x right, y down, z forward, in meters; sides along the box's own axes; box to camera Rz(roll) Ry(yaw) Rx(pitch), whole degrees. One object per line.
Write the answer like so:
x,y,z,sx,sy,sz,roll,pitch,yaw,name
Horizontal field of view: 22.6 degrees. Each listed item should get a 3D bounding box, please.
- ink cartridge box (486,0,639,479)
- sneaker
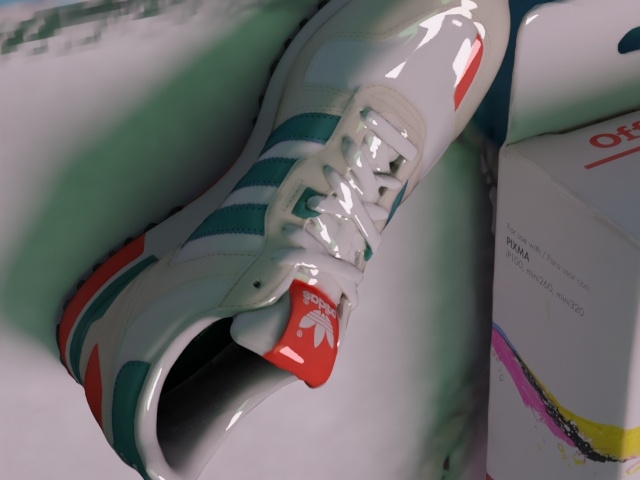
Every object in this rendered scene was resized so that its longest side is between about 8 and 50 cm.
0.115,0.020,0.473,0.115,0.067,0.198,-19,127,-24,ink cartridge box
0.000,0.000,0.416,0.161,0.075,0.057,-46,127,9,sneaker
